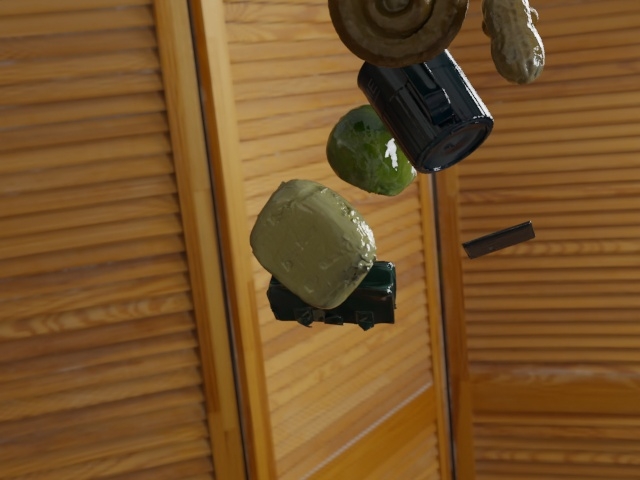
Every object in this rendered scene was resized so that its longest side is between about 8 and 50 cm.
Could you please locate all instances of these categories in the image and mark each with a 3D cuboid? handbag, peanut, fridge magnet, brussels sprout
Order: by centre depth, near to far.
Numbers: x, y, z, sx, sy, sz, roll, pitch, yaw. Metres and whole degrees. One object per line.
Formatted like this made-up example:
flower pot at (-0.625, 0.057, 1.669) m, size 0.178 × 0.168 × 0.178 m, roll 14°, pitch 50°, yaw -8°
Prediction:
peanut at (0.381, -0.422, 1.587) m, size 0.101 × 0.263 × 0.117 m, roll -6°, pitch -23°, yaw -9°
fridge magnet at (0.483, -0.561, 2.020) m, size 0.143 × 0.063 × 0.143 m, roll -1°, pitch -20°, yaw 0°
handbag at (0.033, 0.145, 2.039) m, size 0.326 × 0.238 × 0.089 m, roll 0°, pitch 57°, yaw 7°
brussels sprout at (0.164, -0.288, 2.585) m, size 0.268 × 0.344 × 0.344 m, roll -13°, pitch 7°, yaw 29°

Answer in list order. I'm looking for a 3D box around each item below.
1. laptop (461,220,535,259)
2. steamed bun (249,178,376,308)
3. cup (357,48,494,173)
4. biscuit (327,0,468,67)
laptop at (0.456, 0.001, 2.011) m, size 0.180 × 0.016 × 0.129 m, roll -21°, pitch -21°, yaw 13°
steamed bun at (0.000, 0.000, 1.679) m, size 0.273 × 0.232 × 0.166 m, roll 38°, pitch 29°, yaw 14°
cup at (0.271, -0.356, 1.948) m, size 0.242 × 0.292 × 0.308 m, roll -20°, pitch -21°, yaw -22°
biscuit at (0.157, -0.498, 1.618) m, size 0.296 × 0.296 × 0.102 m, roll -4°, pitch 24°, yaw 9°
